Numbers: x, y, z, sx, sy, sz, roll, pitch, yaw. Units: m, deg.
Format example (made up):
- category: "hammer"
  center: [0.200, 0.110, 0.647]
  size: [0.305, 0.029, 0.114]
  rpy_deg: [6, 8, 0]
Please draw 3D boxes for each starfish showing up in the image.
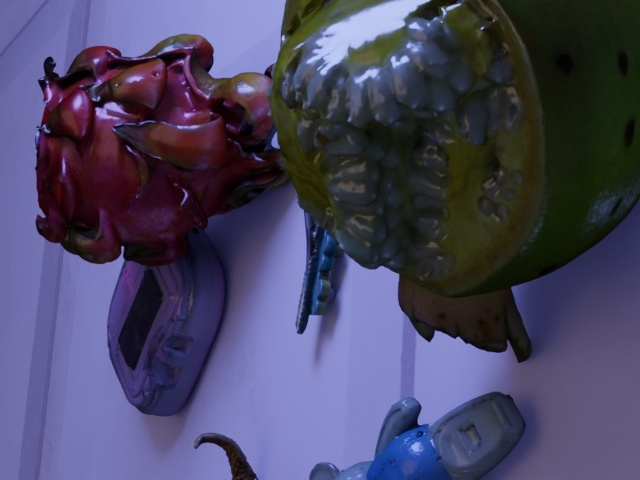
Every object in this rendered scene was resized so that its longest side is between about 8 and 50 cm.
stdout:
- category: "starfish"
  center: [-0.075, 0.272, 1.184]
  size: [0.146, 0.074, 0.190]
  rpy_deg: [-67, 29, 25]

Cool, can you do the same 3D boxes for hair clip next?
- category: "hair clip"
  center: [0.001, 0.000, 1.175]
  size: [0.049, 0.049, 0.173]
  rpy_deg: [2, 87, 63]

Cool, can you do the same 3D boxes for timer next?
- category: "timer"
  center: [-0.179, 0.081, 1.465]
  size: [0.208, 0.069, 0.191]
  rpy_deg: [-65, 33, 22]

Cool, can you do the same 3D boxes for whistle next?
- category: "whistle"
  center: [0.064, 0.180, 0.955]
  size: [0.236, 0.077, 0.114]
  rpy_deg: [-46, 61, 43]

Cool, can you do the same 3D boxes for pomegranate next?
- category: "pomegranate"
  center: [0.092, -0.063, 0.838]
  size: [0.260, 0.260, 0.341]
  rpy_deg: [-120, 19, -52]

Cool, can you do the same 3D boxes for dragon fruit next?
- category: "dragon fruit"
  center: [-0.169, -0.093, 1.330]
  size: [0.307, 0.243, 0.228]
  rpy_deg: [-19, 82, 62]
